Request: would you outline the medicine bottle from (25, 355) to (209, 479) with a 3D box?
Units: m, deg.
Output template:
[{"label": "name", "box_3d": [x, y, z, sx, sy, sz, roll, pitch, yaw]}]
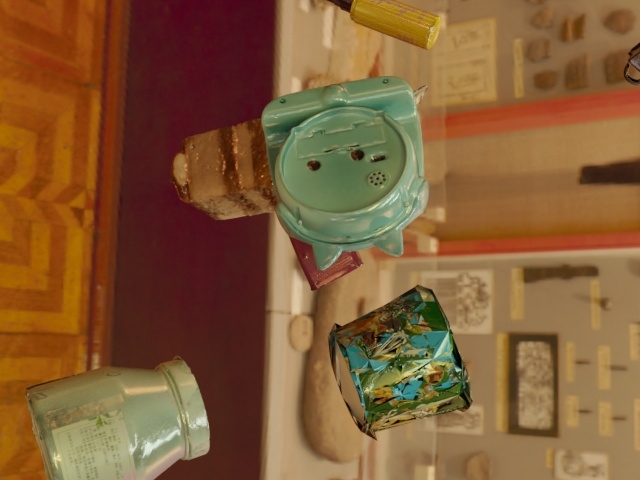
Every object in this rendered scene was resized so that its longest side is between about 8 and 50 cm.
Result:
[{"label": "medicine bottle", "box_3d": [-0.376, 0.349, 1.577, 0.290, 0.245, 0.244, -16, 103, -24]}]

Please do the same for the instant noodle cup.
[{"label": "instant noodle cup", "box_3d": [0.123, 0.210, 1.418, 0.240, 0.178, 0.240, 162, -90, -80]}]

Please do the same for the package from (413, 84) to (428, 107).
[{"label": "package", "box_3d": [0.171, -0.249, 1.941, 0.154, 0.030, 0.239, -46, 169, -29]}]

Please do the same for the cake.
[{"label": "cake", "box_3d": [-0.219, -0.157, 2.063, 0.199, 0.293, 0.196, 43, 37, -70]}]

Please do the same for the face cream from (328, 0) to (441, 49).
[{"label": "face cream", "box_3d": [0.131, -0.507, 1.878, 0.078, 0.273, 0.078, -56, 162, -28]}]

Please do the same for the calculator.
[{"label": "calculator", "box_3d": [0.000, 0.000, 1.773, 0.190, 0.127, 0.034, 66, 13, 23]}]

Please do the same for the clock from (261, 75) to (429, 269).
[{"label": "clock", "box_3d": [0.039, -0.093, 1.160, 0.094, 0.224, 0.274, 70, 10, -57]}]

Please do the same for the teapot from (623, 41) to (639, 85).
[{"label": "teapot", "box_3d": [0.692, -0.370, 1.682, 0.096, 0.177, 0.087, 48, 32, -7]}]
